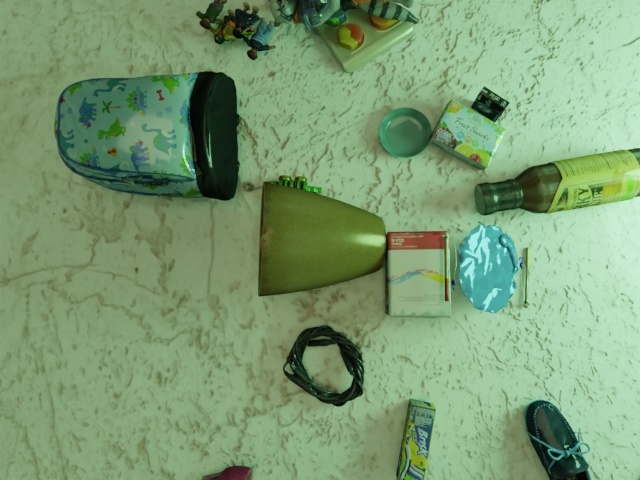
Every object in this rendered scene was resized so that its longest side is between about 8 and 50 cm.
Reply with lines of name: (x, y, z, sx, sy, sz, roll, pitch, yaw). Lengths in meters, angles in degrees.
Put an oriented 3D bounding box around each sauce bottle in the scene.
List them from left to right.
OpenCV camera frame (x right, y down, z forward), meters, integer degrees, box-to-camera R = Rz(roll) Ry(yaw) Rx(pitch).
sauce bottle: (0.509, -0.115, 1.012, 0.345, 0.111, 0.111, -10, 83, 5)

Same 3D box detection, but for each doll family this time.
doll family: (-0.198, -0.499, 1.124, 0.193, 0.076, 0.111, 16, 66, 11)

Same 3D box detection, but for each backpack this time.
backpack: (-0.386, -0.231, 1.045, 0.356, 0.273, 0.289, 2, 91, 17)

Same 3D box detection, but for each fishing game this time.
fishing game: (0.344, 0.056, 0.988, 0.264, 0.041, 0.189, 4, 84, -31)

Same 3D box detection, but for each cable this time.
cable: (0.020, 0.277, 1.047, 0.185, 0.047, 0.150, 32, 83, 10)

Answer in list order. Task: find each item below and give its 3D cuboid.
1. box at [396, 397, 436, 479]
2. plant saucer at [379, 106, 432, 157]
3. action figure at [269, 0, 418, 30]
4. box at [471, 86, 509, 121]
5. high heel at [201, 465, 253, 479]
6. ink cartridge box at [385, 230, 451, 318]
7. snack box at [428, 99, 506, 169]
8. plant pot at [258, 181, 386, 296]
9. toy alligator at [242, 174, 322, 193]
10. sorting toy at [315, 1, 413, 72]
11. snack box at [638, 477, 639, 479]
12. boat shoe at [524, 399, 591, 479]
box: (0.201, 0.429, 1.003, 0.054, 0.059, 0.168, 11, 85, 7)
plant saucer: (0.194, -0.246, 1.093, 0.120, 0.021, 0.119, 0, 85, 4)
action figure: (0.043, -0.513, 1.026, 0.331, 0.178, 0.341, -2, 55, 12)
box: (0.375, -0.301, 1.052, 0.067, 0.083, 0.018, 36, 88, 7)
high heel: (-0.177, 0.611, 1.007, 0.117, 0.082, 0.243, -17, 70, 13)
ink cartridge box: (0.202, 0.074, 1.005, 0.128, 0.128, 0.176, -1, 83, 5)
snack box: (0.328, -0.236, 1.063, 0.141, 0.037, 0.100, 28, 86, -3)
plant pot: (0.000, 0.000, 0.999, 0.255, 0.237, 0.236, 1, 84, -9)
toy alligator: (-0.092, -0.123, 1.089, 0.190, 0.051, 0.056, 4, 84, 5)
sorting toy: (0.088, -0.530, 1.123, 0.193, 0.038, 0.208, -32, 83, 1)
snack box: (0.729, 0.445, 0.977, 0.064, 0.022, 0.178, 31, 88, 8)
boat shoe: (0.507, 0.451, 0.961, 0.109, 0.089, 0.258, -26, 82, 2)
